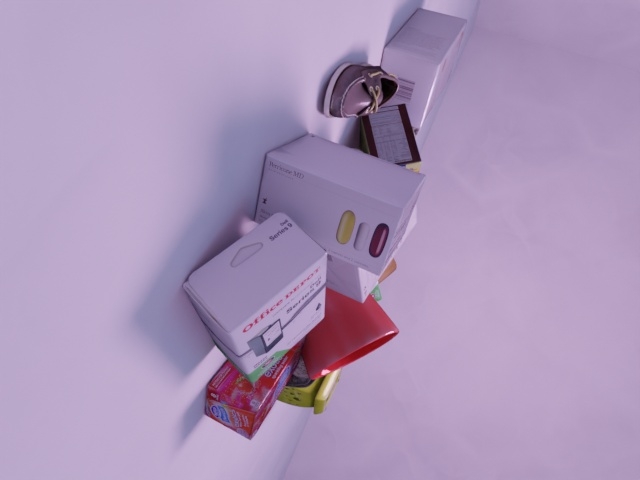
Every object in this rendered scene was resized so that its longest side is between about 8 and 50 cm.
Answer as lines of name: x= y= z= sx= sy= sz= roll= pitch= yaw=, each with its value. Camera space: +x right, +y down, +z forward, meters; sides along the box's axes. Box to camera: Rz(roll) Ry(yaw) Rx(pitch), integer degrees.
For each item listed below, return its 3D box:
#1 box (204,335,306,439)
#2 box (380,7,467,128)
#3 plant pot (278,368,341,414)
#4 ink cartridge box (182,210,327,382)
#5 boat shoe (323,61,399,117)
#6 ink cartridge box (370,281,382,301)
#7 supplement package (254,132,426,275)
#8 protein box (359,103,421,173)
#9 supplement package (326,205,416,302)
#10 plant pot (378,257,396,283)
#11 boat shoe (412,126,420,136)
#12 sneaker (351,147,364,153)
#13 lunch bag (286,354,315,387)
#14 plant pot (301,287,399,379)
box: x=-0.151 y=0.321 z=1.053 sx=0.257 sy=0.128 sz=0.122 roll=-49 pitch=158 yaw=-53
box: x=0.314 y=-0.551 z=1.376 sx=0.345 sy=0.168 sz=0.215 roll=-56 pitch=163 yaw=-38
plant pot: x=-0.040 y=0.518 z=1.671 sx=0.227 sy=0.207 sz=0.228 roll=-58 pitch=163 yaw=-35
ink cartridge box: x=-0.102 y=0.116 z=0.798 sx=0.211 sy=0.121 sz=0.289 roll=-40 pitch=157 yaw=-22
boat shoe: x=0.101 y=-0.346 z=1.015 sx=0.324 sy=0.097 sz=0.116 roll=-48 pitch=157 yaw=-56
ink cartridge box: x=0.107 y=0.183 z=1.616 sx=0.087 sy=0.209 sz=0.153 roll=-134 pitch=-156 yaw=-61
supplement package: x=0.042 y=-0.083 z=0.845 sx=0.204 sy=0.262 sz=0.145 roll=-46 pitch=155 yaw=-57
protein box: x=0.199 y=-0.253 z=1.290 sx=0.199 sy=0.136 sz=0.201 roll=79 pitch=2 yaw=-68
supplement package: x=0.095 y=-0.033 z=1.067 sx=0.293 sy=0.178 sz=0.175 roll=-52 pitch=148 yaw=-29
plant pot: x=0.139 y=0.131 z=1.765 sx=0.254 sy=0.237 sz=0.237 roll=-47 pitch=161 yaw=-18
boat shoe: x=0.373 y=-0.469 z=1.922 sx=0.302 sy=0.094 sz=0.109 roll=-55 pitch=162 yaw=-44
sneaker: x=0.057 y=-0.114 z=1.248 sx=0.123 sy=0.106 sz=0.290 roll=-39 pitch=138 yaw=-60
lunch bag: x=-0.046 y=0.339 z=1.441 sx=0.235 sy=0.169 sz=0.287 roll=-58 pitch=170 yaw=-37
plant pot: x=0.039 y=0.214 z=1.209 sx=0.275 sy=0.243 sz=0.275 roll=-25 pitch=160 yaw=-10
